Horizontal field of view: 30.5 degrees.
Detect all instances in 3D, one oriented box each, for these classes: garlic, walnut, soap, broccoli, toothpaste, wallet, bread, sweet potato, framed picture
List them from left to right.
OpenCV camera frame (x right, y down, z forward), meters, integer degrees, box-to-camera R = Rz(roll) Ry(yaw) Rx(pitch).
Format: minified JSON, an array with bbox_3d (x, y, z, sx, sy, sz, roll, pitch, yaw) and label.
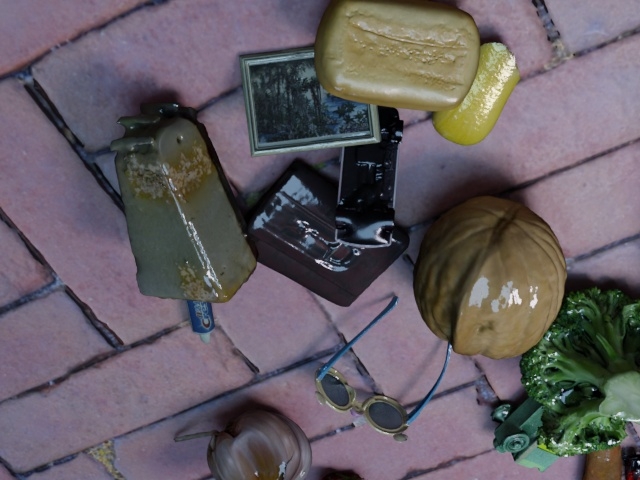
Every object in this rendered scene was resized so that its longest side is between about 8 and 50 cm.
[{"bbox_3d":[-0.196,0.084,1.848,0.057,0.035,0.197,-12,125,-7],"label":"toothpaste"},{"bbox_3d":[-0.143,0.394,1.978,0.256,0.207,0.207,-4,126,14],"label":"garlic"},{"bbox_3d":[-0.015,-0.194,1.608,0.183,0.011,0.142,-6,96,7],"label":"framed picture"},{"bbox_3d":[0.000,0.000,1.771,0.229,0.049,0.182,31,119,-21],"label":"wallet"},{"bbox_3d":[0.099,-0.248,1.546,0.217,0.098,0.147,10,100,-11],"label":"bread"},{"bbox_3d":[0.221,-0.202,1.623,0.089,0.033,0.168,23,124,-17],"label":"soap"},{"bbox_3d":[0.244,0.060,1.708,0.225,0.225,0.261,4,131,-1],"label":"walnut"},{"bbox_3d":[0.492,0.390,2.031,0.072,0.066,0.314,-22,130,-24],"label":"sweet potato"},{"bbox_3d":[0.435,0.204,1.785,0.269,0.241,0.261,6,95,-1],"label":"broccoli"}]

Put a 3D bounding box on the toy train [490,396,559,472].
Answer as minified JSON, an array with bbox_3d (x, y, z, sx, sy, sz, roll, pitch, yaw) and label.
[{"bbox_3d":[0.379,0.292,1.959,0.132,0.083,0.200,23,124,-28],"label":"toy train"}]

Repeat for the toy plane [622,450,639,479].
[{"bbox_3d":[0.546,0.413,2.051,0.037,0.060,0.145,-1,142,3],"label":"toy plane"}]

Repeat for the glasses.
[{"bbox_3d":[0.112,0.197,1.921,0.189,0.088,0.220,29,102,-17],"label":"glasses"}]

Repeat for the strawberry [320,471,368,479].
[{"bbox_3d":[0.036,0.461,2.078,0.106,0.106,0.106,1,126,1],"label":"strawberry"}]

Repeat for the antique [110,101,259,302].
[{"bbox_3d":[-0.203,-0.057,1.665,0.150,0.125,0.284,1,122,26],"label":"antique"}]

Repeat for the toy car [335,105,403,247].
[{"bbox_3d":[0.068,-0.092,1.668,0.089,0.108,0.210,4,92,4],"label":"toy car"}]
